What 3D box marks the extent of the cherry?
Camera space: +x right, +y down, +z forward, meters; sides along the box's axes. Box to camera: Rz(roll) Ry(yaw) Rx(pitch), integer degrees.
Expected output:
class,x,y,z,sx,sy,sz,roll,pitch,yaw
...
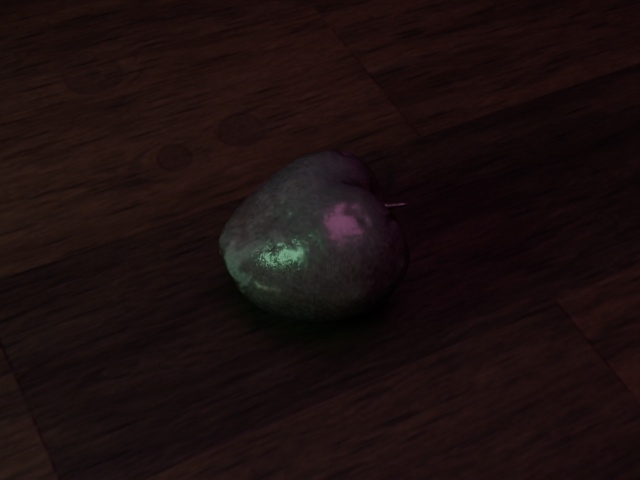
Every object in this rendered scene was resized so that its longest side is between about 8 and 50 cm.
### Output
class,x,y,z,sx,sy,sz,roll,pitch,yaw
cherry,0.000,0.003,0.969,0.176,0.140,0.176,-11,52,15
